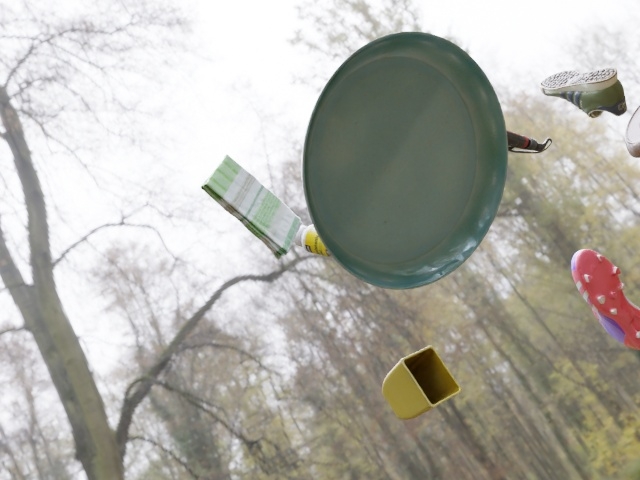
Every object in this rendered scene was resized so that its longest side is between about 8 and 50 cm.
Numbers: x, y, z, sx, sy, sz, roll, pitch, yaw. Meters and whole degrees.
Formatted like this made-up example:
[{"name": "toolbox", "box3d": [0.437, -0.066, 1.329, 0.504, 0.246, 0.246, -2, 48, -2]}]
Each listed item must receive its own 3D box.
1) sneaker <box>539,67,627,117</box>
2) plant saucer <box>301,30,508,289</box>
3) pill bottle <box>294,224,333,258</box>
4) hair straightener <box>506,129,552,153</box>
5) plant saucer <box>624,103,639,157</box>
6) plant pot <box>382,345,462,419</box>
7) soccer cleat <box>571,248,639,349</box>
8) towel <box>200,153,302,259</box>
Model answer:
[{"name": "sneaker", "box3d": [0.470, -0.254, 1.380, 0.064, 0.086, 0.192, -37, 19, -11]}, {"name": "plant saucer", "box3d": [0.106, -0.097, 0.969, 0.318, 0.044, 0.317, -6, -79, -30]}, {"name": "pill bottle", "box3d": [0.000, 0.000, 1.713, 0.065, 0.116, 0.065, -21, -62, -49]}, {"name": "hair straightener", "box3d": [0.287, -0.190, 1.335, 0.231, 0.047, 0.089, 10, 2, -9]}, {"name": "plant saucer", "box3d": [0.685, -0.250, 1.594, 0.029, 0.168, 0.168, 27, -50, -12]}, {"name": "plant pot", "box3d": [0.139, 0.218, 1.139, 0.081, 0.081, 0.083, -13, -26, -47]}, {"name": "soccer cleat", "box3d": [0.507, 0.109, 1.377, 0.083, 0.248, 0.095, -54, 22, -17]}, {"name": "towel", "box3d": [-0.096, -0.049, 1.103, 0.023, 0.152, 0.113, -43, 12, 26]}]
